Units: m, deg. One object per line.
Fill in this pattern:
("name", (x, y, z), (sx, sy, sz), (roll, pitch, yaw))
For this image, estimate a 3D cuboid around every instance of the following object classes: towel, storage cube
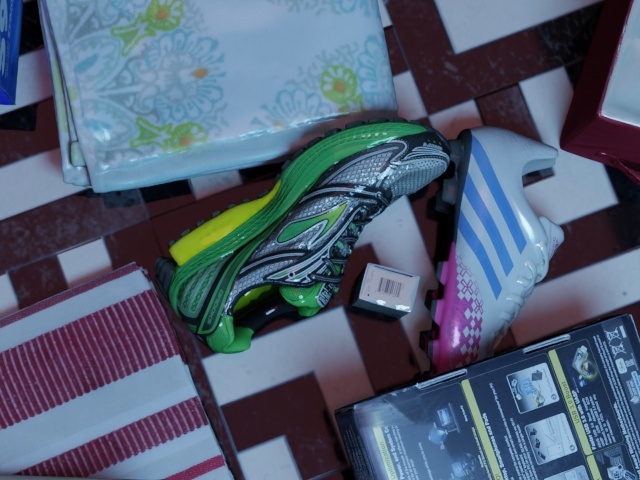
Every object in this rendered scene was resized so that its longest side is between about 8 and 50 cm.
("towel", (-0.237, 0.212, 1.704), (0.237, 0.037, 0.329), (-23, 75, -4))
("storage cube", (0.386, -0.171, 1.715), (0.183, 0.193, 0.215), (19, 83, -1))
("towel", (-0.120, -0.232, 1.748), (0.374, 0.090, 0.321), (-10, 86, -5))

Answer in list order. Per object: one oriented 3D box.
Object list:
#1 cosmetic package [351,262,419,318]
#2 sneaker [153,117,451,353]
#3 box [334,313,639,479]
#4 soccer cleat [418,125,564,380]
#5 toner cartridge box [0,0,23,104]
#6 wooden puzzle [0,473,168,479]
("cosmetic package", (0.069, 0.055, 1.715), (0.060, 0.115, 0.041), (15, 84, -3))
("sneaker", (0.000, 0.000, 1.692), (0.343, 0.134, 0.146), (-36, 61, 3))
("box", (0.226, 0.306, 1.604), (0.318, 0.097, 0.395), (-18, 85, -17))
("soccer cleat", (0.189, 0.039, 1.721), (0.143, 0.116, 0.331), (7, 83, -1))
("toner cartridge box", (-0.361, -0.331, 1.712), (0.075, 0.165, 0.348), (4, 84, -3))
("wooden puzzle", (-0.323, 0.380, 1.563), (0.347, 0.080, 0.322), (-4, 63, 27))
